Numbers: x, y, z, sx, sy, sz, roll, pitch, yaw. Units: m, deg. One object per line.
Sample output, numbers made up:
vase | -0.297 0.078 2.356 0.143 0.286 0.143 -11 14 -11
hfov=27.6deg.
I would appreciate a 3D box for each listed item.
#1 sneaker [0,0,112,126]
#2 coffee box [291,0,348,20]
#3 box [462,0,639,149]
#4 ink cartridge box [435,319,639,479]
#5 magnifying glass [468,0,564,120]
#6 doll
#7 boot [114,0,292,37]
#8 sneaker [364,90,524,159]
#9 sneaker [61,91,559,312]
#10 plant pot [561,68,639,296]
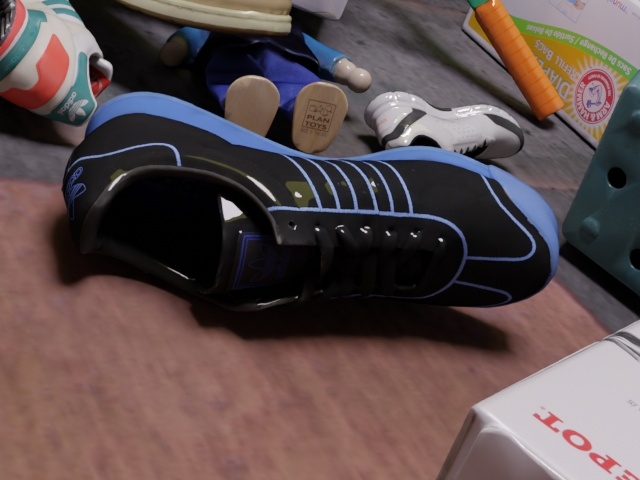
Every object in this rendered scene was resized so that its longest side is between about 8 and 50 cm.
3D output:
sneaker | -0.150 -0.104 0.689 0.075 0.057 0.161 41 10 -26
coffee box | -0.034 -0.235 0.903 0.141 0.098 0.246 21 16 -7
box | 0.218 -0.153 0.986 0.114 0.103 0.203 3 33 -34
ink cartridge box | 0.147 0.108 0.484 0.148 0.085 0.203 38 32 27
magnifying glass | 0.105 -0.189 0.924 0.231 0.026 0.092 60 9 0
doll | -0.030 -0.105 0.774 0.129 0.046 0.189 5 25 -14
boot | -0.085 -0.214 0.729 0.213 0.165 0.077 29 16 27
sneaker | 0.078 -0.059 0.793 0.109 0.040 0.043 4 49 -26
sneaker | 0.000 0.000 0.583 0.232 0.081 0.090 11 31 -7
plant pot | 0.266 -0.038 0.766 0.234 0.165 0.166 -17 46 -41
